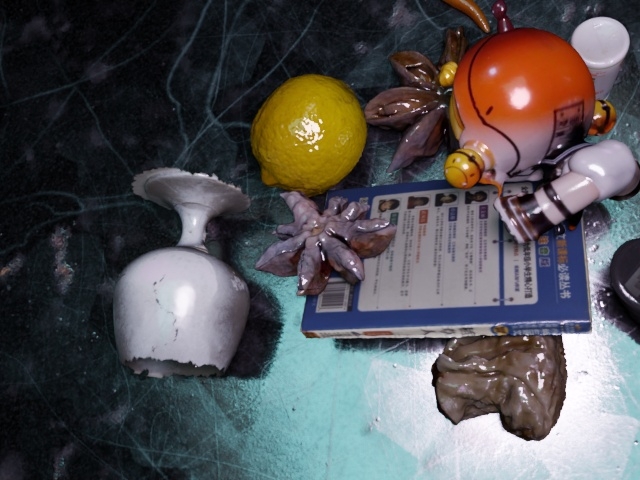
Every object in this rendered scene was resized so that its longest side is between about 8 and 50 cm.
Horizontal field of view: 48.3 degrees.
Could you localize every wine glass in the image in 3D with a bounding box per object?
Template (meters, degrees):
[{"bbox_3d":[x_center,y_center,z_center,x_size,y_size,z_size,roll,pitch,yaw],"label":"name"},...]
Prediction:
[{"bbox_3d":[-0.231,0.063,1.198,0.238,0.238,0.322,1,68,12],"label":"wine glass"}]

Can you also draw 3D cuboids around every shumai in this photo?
[{"bbox_3d":[0.260,0.176,1.068,0.186,0.184,0.218,16,75,-14],"label":"shumai"}]

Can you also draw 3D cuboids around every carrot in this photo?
[{"bbox_3d":[0.263,-0.434,1.313,0.035,0.035,0.142,-45,77,-1],"label":"carrot"}]

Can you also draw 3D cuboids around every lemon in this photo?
[{"bbox_3d":[-0.018,-0.181,1.227,0.192,0.192,0.231,37,83,17],"label":"lemon"}]

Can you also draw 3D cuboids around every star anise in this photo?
[{"bbox_3d":[0.000,0.000,1.134,0.229,0.093,0.236,-27,47,0],"label":"star anise"},{"bbox_3d":[0.228,-0.225,1.231,0.316,0.108,0.315,-2,78,9],"label":"star anise"}]

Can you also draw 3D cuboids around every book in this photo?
[{"bbox_3d":[0.194,0.018,1.127,0.428,0.039,0.300,-3,51,20],"label":"book"}]

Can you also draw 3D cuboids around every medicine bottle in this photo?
[{"bbox_3d":[0.439,-0.279,1.157,0.086,0.183,0.086,-3,75,12],"label":"medicine bottle"}]

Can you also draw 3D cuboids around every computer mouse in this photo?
[{"bbox_3d":[0.554,0.109,1.090,0.147,0.088,0.264,-39,71,-17],"label":"computer mouse"}]

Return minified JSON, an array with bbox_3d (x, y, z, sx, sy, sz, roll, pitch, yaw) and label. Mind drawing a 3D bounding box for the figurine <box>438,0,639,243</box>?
[{"bbox_3d":[0.314,-0.178,1.045,0.320,0.196,0.323,-23,70,-24],"label":"figurine"}]
